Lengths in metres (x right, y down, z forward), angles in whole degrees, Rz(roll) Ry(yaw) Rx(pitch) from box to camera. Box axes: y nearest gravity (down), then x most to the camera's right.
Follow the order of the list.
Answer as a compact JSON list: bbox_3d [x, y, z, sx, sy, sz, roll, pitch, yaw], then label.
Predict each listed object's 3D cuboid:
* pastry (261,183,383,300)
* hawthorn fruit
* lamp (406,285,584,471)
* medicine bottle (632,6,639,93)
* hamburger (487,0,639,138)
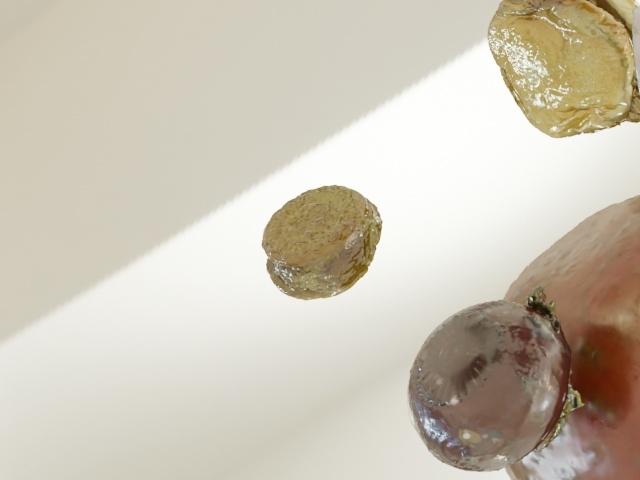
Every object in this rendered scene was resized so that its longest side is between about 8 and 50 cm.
[{"bbox_3d":[0.000,0.000,1.485,0.109,0.057,0.097,-11,-136,17],"label":"pastry"},{"bbox_3d":[0.357,0.129,1.718,0.403,0.403,0.403,-53,-157,35],"label":"hawthorn fruit"},{"bbox_3d":[0.157,0.134,1.573,0.157,0.135,0.156,-25,-139,28],"label":"lamp"},{"bbox_3d":[0.343,-0.150,1.318,0.074,0.218,0.074,-6,90,-74],"label":"medicine bottle"},{"bbox_3d":[0.218,-0.158,1.512,0.083,0.147,0.138,-39,-166,-32],"label":"hamburger"}]
